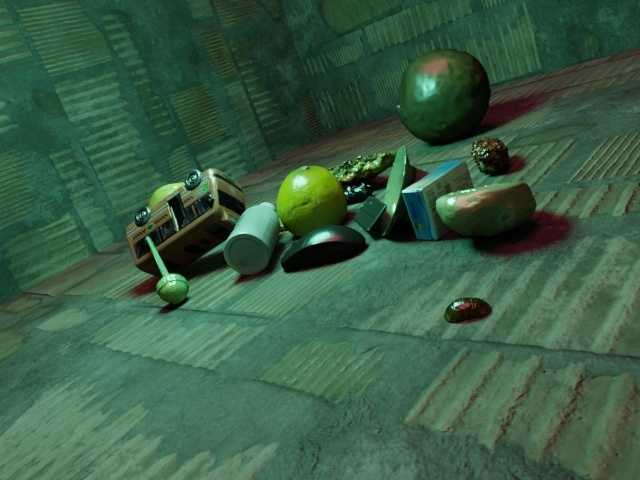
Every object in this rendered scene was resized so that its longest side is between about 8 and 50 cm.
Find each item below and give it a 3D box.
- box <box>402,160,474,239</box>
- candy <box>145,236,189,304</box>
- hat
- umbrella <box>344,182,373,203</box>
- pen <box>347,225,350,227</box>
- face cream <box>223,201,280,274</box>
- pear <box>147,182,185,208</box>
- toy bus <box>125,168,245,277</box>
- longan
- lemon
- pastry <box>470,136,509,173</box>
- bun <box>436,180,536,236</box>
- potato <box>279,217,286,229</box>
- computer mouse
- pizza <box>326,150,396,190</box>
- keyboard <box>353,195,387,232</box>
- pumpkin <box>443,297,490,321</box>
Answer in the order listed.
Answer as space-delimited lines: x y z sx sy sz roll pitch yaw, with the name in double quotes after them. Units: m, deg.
0.314 -0.105 1.333 0.194 0.139 0.073 -32 19 -32 "box"
-0.510 0.084 1.655 0.093 0.092 0.335 -37 48 -7 "candy"
0.259 -0.123 1.433 0.129 0.258 0.257 13 19 -2 "hat"
0.084 -0.161 1.929 0.224 0.072 0.080 -20 -12 24 "umbrella"
0.000 0.000 1.596 0.204 0.025 0.025 -22 17 -2 "pen"
-0.206 -0.037 1.700 0.145 0.146 0.370 -18 23 12 "face cream"
-0.566 -0.094 2.142 0.309 0.310 0.309 -20 17 6 "pear"
-0.471 -0.055 1.833 0.426 0.233 0.203 -31 -29 16 "toy bus"
0.527 -0.633 2.290 0.403 0.404 0.435 -28 24 -21 "longan"
-0.034 -0.144 1.754 0.240 0.220 0.240 -16 15 4 "lemon"
0.539 -0.271 1.643 0.115 0.097 0.208 -12 17 16 "pastry"
0.379 -0.067 1.180 0.237 0.116 0.209 -17 6 -43 "bun"
-0.125 -0.070 1.927 0.083 0.062 0.068 -40 -2 12 "potato"
-0.004 0.009 1.471 0.269 0.087 0.137 -14 18 28 "computer mouse"
0.119 -0.249 2.021 0.405 0.130 0.439 -12 8 43 "pizza"
0.139 -0.096 1.625 0.104 0.041 0.381 -55 16 6 "keyboard"
0.257 0.116 0.912 0.083 0.028 0.050 -12 17 16 "pumpkin"
